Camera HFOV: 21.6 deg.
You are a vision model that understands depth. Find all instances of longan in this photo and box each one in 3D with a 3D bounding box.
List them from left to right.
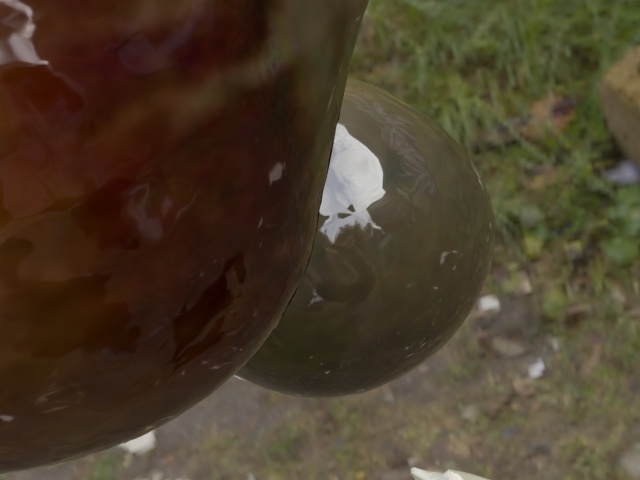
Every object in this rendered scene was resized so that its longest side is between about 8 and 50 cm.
[{"bbox_3d":[0.000,0.000,1.264,0.258,0.258,0.258,-12,39,10],"label":"longan"}]

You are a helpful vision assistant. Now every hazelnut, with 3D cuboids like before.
[{"bbox_3d":[-0.194,-0.100,0.809,0.402,0.402,0.429,-7,84,17],"label":"hazelnut"}]

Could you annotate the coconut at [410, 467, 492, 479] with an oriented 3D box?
[{"bbox_3d":[-0.045,0.227,0.238,0.344,0.415,0.415,23,55,36],"label":"coconut"}]
